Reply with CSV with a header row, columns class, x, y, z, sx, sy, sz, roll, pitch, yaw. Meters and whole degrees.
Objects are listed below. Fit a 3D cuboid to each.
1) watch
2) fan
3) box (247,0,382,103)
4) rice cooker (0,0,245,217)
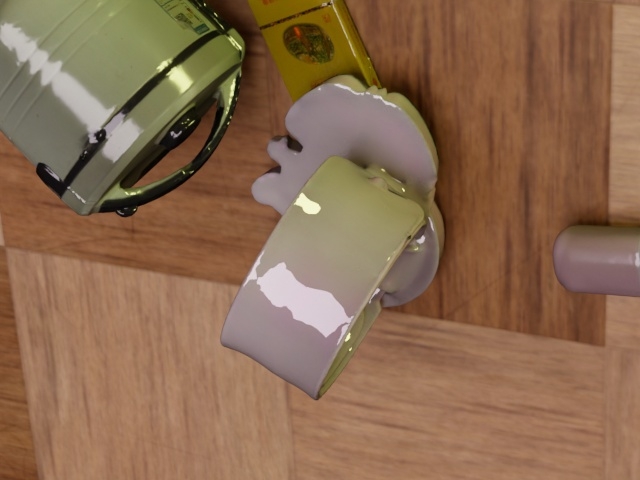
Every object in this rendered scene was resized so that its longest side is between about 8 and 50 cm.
class,x,y,z,sx,sy,sz,roll,pitch,yaw
watch,0.000,0.000,1.547,0.196,0.231,0.244,32,131,8
fan,0.319,0.023,1.497,0.244,0.074,0.130,2,116,27
box,-0.010,-0.190,1.586,0.087,0.023,0.155,-16,107,30
rice cooker,-0.197,-0.152,1.589,0.244,0.226,0.226,43,126,3
